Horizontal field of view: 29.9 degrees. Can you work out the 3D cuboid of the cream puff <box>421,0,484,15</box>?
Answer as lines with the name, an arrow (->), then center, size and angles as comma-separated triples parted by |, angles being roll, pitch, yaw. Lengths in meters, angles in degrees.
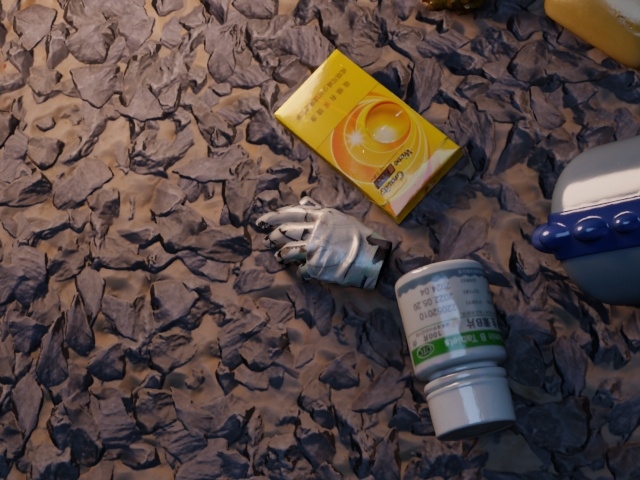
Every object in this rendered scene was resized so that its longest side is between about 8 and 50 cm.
cream puff -> 0.206, -0.402, 1.879 | 0.122, 0.116, 0.094 | 27, 68, 33

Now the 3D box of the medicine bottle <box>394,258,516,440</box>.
medicine bottle -> 0.193, 0.156, 1.698 | 0.139, 0.139, 0.237 | -14, 69, 7

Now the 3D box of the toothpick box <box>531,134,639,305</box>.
toothpick box -> 0.457, -0.033, 1.600 | 0.354, 0.263, 0.263 | -13, 66, 47

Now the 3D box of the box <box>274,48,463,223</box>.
box -> 0.072, -0.165, 1.872 | 0.269, 0.043, 0.152 | 40, 85, 21

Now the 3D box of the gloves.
gloves -> -0.002, 0.000, 1.807 | 0.212, 0.111, 0.128 | 20, 83, 9

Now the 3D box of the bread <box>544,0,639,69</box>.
bread -> 0.450, -0.362, 1.825 | 0.217, 0.098, 0.147 | 33, 86, 20
